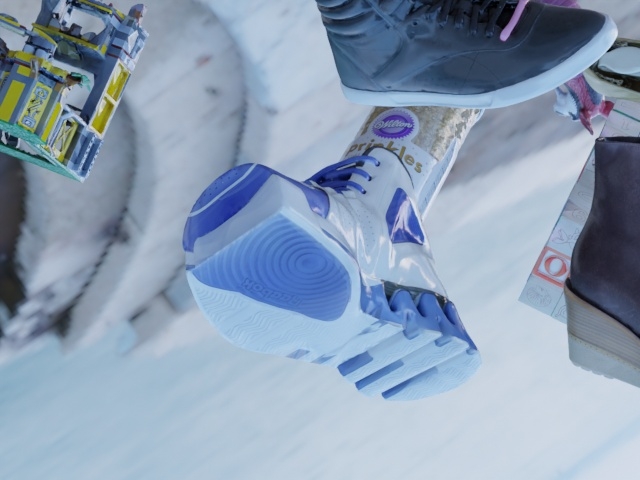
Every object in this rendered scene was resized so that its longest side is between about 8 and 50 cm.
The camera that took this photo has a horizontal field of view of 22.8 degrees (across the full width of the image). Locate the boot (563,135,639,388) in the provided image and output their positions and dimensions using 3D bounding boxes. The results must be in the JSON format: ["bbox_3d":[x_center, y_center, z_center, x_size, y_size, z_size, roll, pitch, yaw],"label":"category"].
[{"bbox_3d":[0.319,0.034,1.292,0.090,0.248,0.206,-23,124,-58],"label":"boot"}]

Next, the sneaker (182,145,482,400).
[{"bbox_3d":[0.001,0.000,1.259,0.127,0.182,0.315,-29,143,22],"label":"sneaker"}]

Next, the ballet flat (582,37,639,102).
[{"bbox_3d":[0.372,-0.165,1.630,0.073,0.232,0.080,25,77,-59],"label":"ballet flat"}]

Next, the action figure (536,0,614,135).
[{"bbox_3d":[0.283,-0.305,2.023,0.276,0.370,0.248,-38,178,27],"label":"action figure"}]

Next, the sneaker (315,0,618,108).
[{"bbox_3d":[0.111,-0.203,1.415,0.296,0.147,0.104,0,-137,39],"label":"sneaker"}]

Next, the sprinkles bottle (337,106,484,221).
[{"bbox_3d":[0.087,-0.086,1.798,0.355,0.121,0.121,-61,-175,-38],"label":"sprinkles bottle"}]

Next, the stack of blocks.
[{"bbox_3d":[0.338,-0.044,1.877,0.297,0.087,0.171,-53,167,-55],"label":"stack of blocks"}]

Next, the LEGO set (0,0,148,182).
[{"bbox_3d":[-0.316,-0.204,1.482,0.192,0.331,0.255,-67,158,-8],"label":"LEGO set"}]
